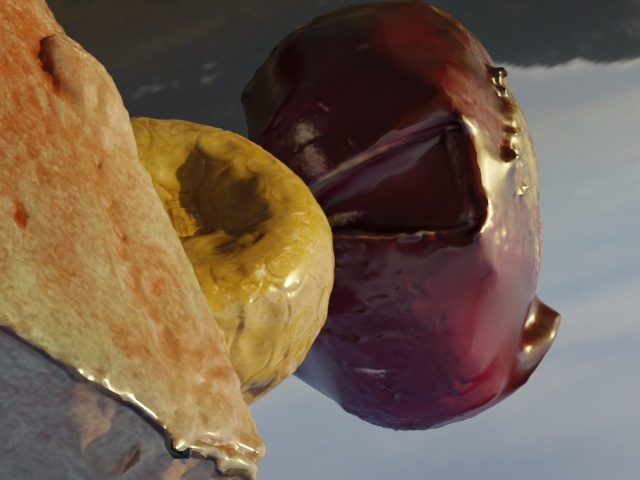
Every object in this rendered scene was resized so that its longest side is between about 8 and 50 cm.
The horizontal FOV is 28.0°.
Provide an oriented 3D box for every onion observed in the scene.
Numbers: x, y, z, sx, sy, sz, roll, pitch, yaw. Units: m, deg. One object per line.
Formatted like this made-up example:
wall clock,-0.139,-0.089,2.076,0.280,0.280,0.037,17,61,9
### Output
onion,0.000,0.000,1.179,0.420,0.398,0.398,-20,-176,9

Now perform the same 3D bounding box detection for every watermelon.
watermelon,-0.193,0.026,0.508,0.250,0.292,0.283,-32,-175,37

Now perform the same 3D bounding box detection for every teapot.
teapot,-0.095,0.046,0.760,0.203,0.167,0.311,-5,-140,-19
